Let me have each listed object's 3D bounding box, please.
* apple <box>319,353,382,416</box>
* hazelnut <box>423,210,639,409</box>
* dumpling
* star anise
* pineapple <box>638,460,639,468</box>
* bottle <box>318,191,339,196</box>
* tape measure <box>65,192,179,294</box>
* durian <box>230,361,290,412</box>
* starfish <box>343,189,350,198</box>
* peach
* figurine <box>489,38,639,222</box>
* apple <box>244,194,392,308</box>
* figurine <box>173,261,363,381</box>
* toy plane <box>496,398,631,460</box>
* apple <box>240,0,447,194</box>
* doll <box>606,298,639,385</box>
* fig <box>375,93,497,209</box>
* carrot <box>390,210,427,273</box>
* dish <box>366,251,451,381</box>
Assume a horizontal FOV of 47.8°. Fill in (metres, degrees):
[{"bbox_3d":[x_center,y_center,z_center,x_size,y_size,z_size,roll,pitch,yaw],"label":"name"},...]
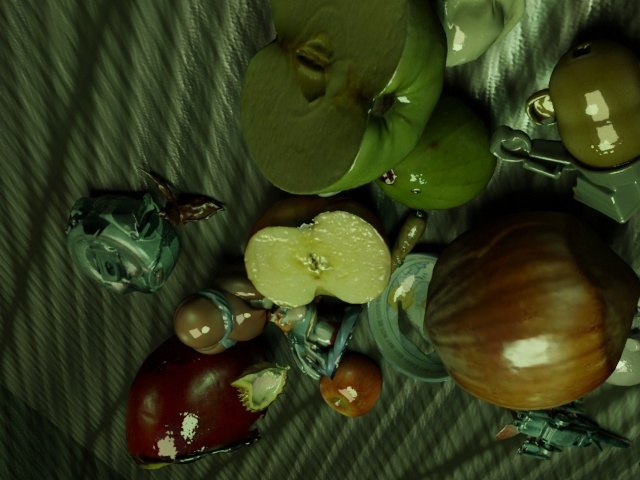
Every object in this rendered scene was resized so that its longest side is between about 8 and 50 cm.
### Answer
[{"bbox_3d":[0.082,0.369,1.857,0.164,0.139,0.163,24,144,19],"label":"apple"},{"bbox_3d":[0.364,0.118,1.273,0.373,0.372,0.315,9,167,17],"label":"hazelnut"},{"bbox_3d":[0.224,-0.320,1.062,0.155,0.181,0.111,-12,96,2],"label":"dumpling"},{"bbox_3d":[-0.318,-0.097,1.602,0.141,0.144,0.158,-4,172,-44],"label":"star anise"},{"bbox_3d":[0.838,0.594,1.797,0.074,0.074,0.159,-12,121,35],"label":"pineapple"},{"bbox_3d":[-0.036,-0.202,1.296,0.120,0.120,0.253,-20,122,40],"label":"bottle"},{"bbox_3d":[-0.473,0.011,1.715,0.256,0.147,0.275,4,135,23],"label":"tape measure"},{"bbox_3d":[-0.167,0.343,1.765,0.078,0.140,0.224,33,-178,32],"label":"durian"},{"bbox_3d":[0.038,-0.118,1.433,0.086,0.016,0.092,36,136,-17],"label":"starfish"},{"bbox_3d":[-0.332,0.424,1.900,0.353,0.416,0.339,42,143,-23],"label":"peach"},{"bbox_3d":[0.435,-0.169,1.068,0.343,0.167,0.285,-33,126,18],"label":"figurine"},{"bbox_3d":[0.000,0.000,1.464,0.293,0.163,0.251,-5,128,11],"label":"apple"},{"bbox_3d":[-0.124,0.197,1.698,0.388,0.248,0.276,23,164,5],"label":"figurine"},{"bbox_3d":[0.598,0.459,1.730,0.327,0.104,0.222,19,112,0],"label":"toy plane"},{"bbox_3d":[0.018,-0.242,1.033,0.360,0.312,0.320,46,169,44],"label":"apple"},{"bbox_3d":[0.631,0.165,1.375,0.151,0.151,0.287,28,133,-6],"label":"doll"},{"bbox_3d":[0.173,-0.131,1.196,0.203,0.225,0.202,22,128,31],"label":"fig"},{"bbox_3d":[0.149,0.040,1.483,0.049,0.049,0.254,26,124,-4],"label":"carrot"},{"bbox_3d":[0.246,0.152,1.535,0.274,0.134,0.273,5,99,36],"label":"dish"}]
